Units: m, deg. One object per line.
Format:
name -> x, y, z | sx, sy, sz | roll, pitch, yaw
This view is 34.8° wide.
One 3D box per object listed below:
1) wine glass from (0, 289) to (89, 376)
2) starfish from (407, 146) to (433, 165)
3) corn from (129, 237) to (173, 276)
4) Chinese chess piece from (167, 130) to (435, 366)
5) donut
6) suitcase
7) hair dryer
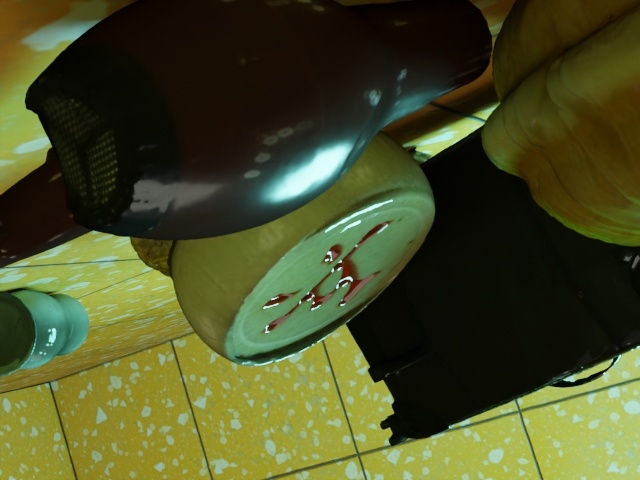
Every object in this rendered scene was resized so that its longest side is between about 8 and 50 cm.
wine glass -> -0.372, 0.113, 1.302 | 0.103, 0.103, 0.231 | -18, 176, 2
starfish -> 0.140, -0.053, 1.311 | 0.375, 0.094, 0.327 | -12, 175, -2
corn -> -0.109, 0.001, 1.058 | 0.101, 0.101, 0.310 | -19, 172, 17
Chinese chess piece -> -0.014, 0.004, 0.920 | 0.250, 0.103, 0.249 | -32, 156, -16
donut -> 0.317, -0.130, 0.651 | 0.449, 0.198, 0.449 | -19, 173, -3
suitcase -> 0.200, 0.019, 1.039 | 0.434, 0.283, 0.194 | -33, 174, 38
hair dryer -> -0.092, -0.052, 0.618 | 0.340, 0.123, 0.312 | -21, -178, 39
